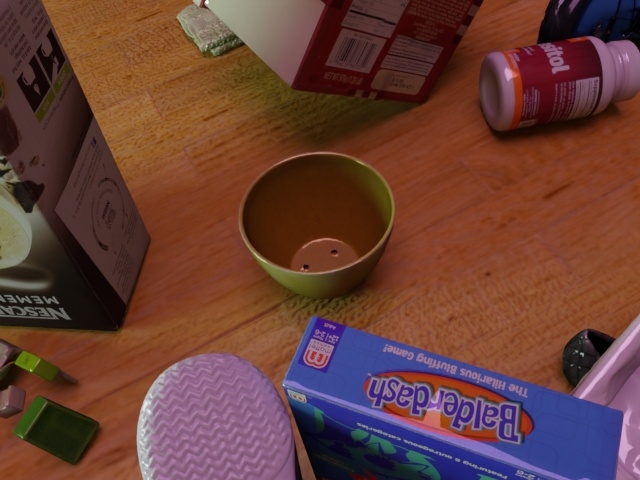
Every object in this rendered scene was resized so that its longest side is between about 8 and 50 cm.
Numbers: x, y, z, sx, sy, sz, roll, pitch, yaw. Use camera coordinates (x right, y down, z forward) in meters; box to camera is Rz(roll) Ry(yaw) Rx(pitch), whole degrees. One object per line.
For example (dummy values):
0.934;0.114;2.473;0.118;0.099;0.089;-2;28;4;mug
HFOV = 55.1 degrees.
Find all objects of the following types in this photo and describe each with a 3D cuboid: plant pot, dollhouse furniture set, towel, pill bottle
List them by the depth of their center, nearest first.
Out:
-0.261;0.138;0.532;0.152;0.058;0.076;10;61;36;dollhouse furniture set
0.000;0.000;0.559;0.134;0.095;0.134;-3;54;3;plant pot
0.257;-0.172;0.664;0.152;0.086;0.086;-10;53;-2;pill bottle
-0.116;-0.311;0.844;0.148;0.027;0.110;-28;57;-14;towel

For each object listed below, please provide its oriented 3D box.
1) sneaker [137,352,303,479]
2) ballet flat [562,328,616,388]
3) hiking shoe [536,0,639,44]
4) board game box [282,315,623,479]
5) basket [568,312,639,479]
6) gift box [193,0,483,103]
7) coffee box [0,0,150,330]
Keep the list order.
-0.045;0.201;0.382;0.101;0.153;0.268;-11;84;-10;sneaker
0.266;0.128;0.464;0.173;0.049;0.057;29;58;24;ballet flat
0.397;-0.283;0.713;0.304;0.113;0.132;-27;55;-13;hiking shoe
0.070;0.137;0.380;0.160;0.210;0.047;15;58;17;board game box
0.235;0.108;0.404;0.167;0.103;0.113;-44;69;-10;basket
0.003;-0.298;0.662;0.255;0.276;0.258;-2;43;-47;gift box
-0.274;-0.054;0.503;0.168;0.297;0.118;0;51;8;coffee box
